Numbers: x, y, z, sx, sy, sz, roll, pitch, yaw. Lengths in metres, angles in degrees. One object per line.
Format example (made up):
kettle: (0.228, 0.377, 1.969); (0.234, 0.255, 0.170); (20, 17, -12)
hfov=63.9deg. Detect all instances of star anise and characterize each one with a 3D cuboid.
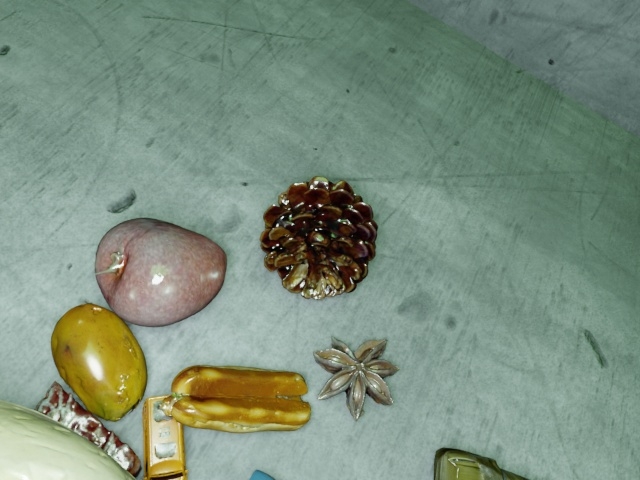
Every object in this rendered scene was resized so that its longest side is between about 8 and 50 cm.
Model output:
star anise: (0.084, 0.320, 1.194); (0.212, 0.073, 0.196); (6, 56, -11)

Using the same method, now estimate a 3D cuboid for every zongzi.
zongzi: (0.373, 0.615, 1.086); (0.300, 0.138, 0.286); (20, 60, -9)

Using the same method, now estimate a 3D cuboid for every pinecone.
pinecone: (0.002, 0.000, 1.248); (0.298, 0.242, 0.295); (18, 55, -14)

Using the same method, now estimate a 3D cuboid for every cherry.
cherry: (-0.341, 0.065, 1.109); (0.307, 0.221, 0.261); (-6, 33, -46)

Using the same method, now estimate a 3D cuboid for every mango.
mango: (-0.451, 0.245, 1.037); (0.156, 0.151, 0.248); (-31, 82, 8)

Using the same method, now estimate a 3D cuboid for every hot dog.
hot dog: (-0.169, 0.329, 1.059); (0.337, 0.100, 0.135); (14, 54, -36)

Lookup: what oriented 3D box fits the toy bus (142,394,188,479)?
toy bus: (-0.307, 0.408, 1.009); (0.083, 0.088, 0.194); (-2, 62, -20)

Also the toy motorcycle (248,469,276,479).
toy motorcycle: (-0.204, 0.562, 0.926); (0.416, 0.172, 0.232); (-8, 58, -12)

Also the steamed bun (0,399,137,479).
steamed bun: (-0.465, 0.442, 0.737); (0.456, 0.290, 0.371); (41, 77, -16)

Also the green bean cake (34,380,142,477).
green bean cake: (-0.452, 0.406, 0.958); (0.233, 0.097, 0.198); (26, 58, -2)
